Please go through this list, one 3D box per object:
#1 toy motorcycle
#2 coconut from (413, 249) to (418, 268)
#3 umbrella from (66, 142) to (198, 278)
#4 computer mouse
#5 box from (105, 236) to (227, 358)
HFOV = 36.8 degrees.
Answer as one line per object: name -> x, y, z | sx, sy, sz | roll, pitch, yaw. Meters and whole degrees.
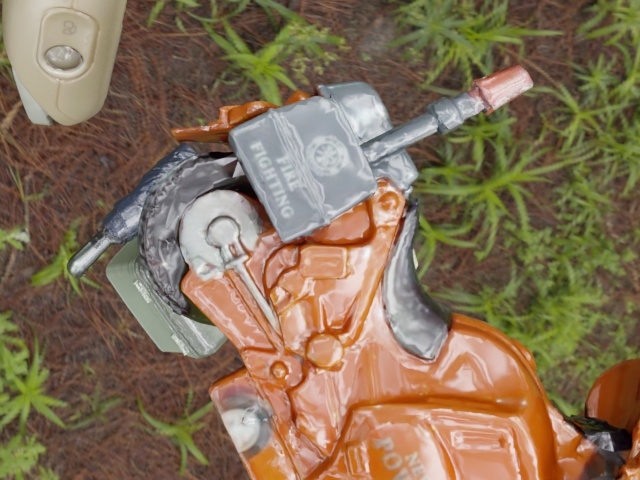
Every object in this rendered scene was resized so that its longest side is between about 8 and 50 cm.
toy motorcycle -> 0.053, 0.060, 0.500 | 0.221, 0.148, 0.325 | -26, 88, -3
coconut -> 0.000, 0.000, 1.329 | 0.238, 0.237, 0.265 | -24, 90, -16
umbrella -> -0.260, -0.037, 1.365 | 0.248, 0.071, 0.071 | -47, 119, -14
computer mouse -> -0.166, -0.185, 0.651 | 0.082, 0.145, 0.236 | 13, 145, -15
box -> -0.228, 0.078, 1.533 | 0.148, 0.129, 0.210 | -51, 122, -38
